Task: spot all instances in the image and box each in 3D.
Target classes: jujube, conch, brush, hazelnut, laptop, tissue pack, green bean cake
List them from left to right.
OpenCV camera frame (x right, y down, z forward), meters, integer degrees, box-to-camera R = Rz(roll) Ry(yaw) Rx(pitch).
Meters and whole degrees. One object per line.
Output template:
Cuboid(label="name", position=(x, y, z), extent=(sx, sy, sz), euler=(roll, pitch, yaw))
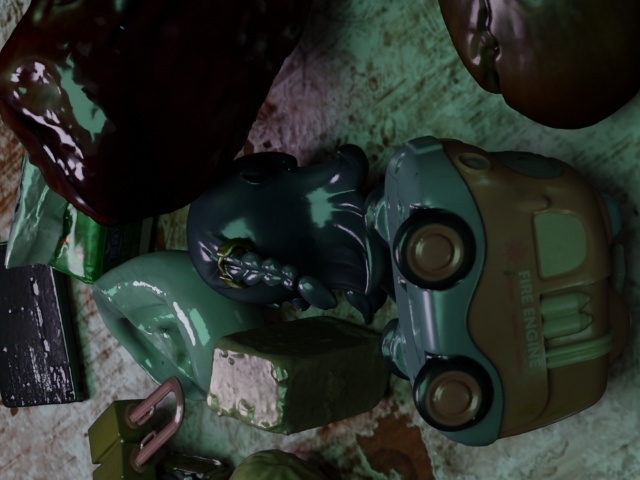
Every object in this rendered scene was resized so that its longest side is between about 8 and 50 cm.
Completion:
Cuboid(label="laptop", position=(-0.359, 0.101, 2.151), extent=(0.154, 0.026, 0.207), euler=(-8, 92, 38))
Cuboid(label="tissue pack", position=(-0.277, -0.066, 1.981), extent=(0.148, 0.156, 0.209), euler=(20, 108, 32))
Cuboid(label="brush", position=(-0.201, 0.216, 1.969), extent=(0.233, 0.047, 0.103), euler=(-47, 46, 53))
Cuboid(label="jujube", position=(-0.161, -0.194, 1.743), extent=(0.258, 0.258, 0.377), euler=(8, 58, 37))
Cuboid(label="conch", position=(-0.148, 0.094, 1.922), extent=(0.221, 0.121, 0.185), euler=(28, 121, 30))
Cuboid(label="green bean cake", position=(-0.021, 0.135, 1.790), extent=(0.109, 0.179, 0.085), euler=(14, 105, 36))
Cuboid(label="hazelnut", position=(0.194, -0.205, 1.567), extent=(0.212, 0.181, 0.181), euler=(37, 116, 28))

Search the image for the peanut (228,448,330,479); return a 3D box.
Cuboid(label="peanut", position=(-0.011, 0.338, 1.857), extent=(0.123, 0.123, 0.257), euler=(-33, 78, 37))

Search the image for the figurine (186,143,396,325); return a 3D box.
Cuboid(label="figurine", position=(-0.012, -0.009, 1.776), extent=(0.265, 0.197, 0.175), euler=(-8, 78, 46))

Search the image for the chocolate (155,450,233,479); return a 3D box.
Cuboid(label="chocolate", position=(-0.148, 0.405, 2.006), extent=(0.102, 0.065, 0.329), euler=(8, 103, 37))

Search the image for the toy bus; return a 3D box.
Cuboid(label="toy bus", position=(0.168, 0.041, 1.607), extent=(0.232, 0.194, 0.288), euler=(-7, 102, -4))
